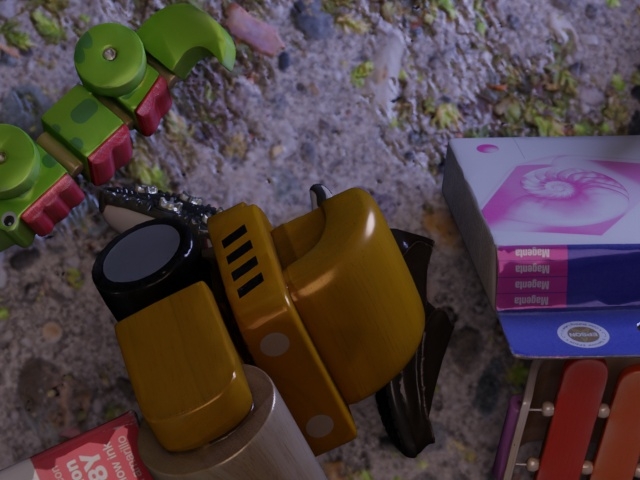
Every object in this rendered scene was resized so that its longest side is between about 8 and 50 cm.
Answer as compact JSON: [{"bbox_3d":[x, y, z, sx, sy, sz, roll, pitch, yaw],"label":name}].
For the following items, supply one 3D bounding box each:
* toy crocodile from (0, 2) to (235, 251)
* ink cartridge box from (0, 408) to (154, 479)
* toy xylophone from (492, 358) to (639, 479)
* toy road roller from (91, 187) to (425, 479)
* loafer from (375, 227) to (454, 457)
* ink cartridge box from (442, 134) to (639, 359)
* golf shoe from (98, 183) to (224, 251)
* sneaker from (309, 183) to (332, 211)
[{"bbox_3d":[-0.220,-0.090,1.771,0.105,0.115,0.340,42,78,14],"label":"toy crocodile"},{"bbox_3d":[-0.302,0.298,1.616,0.384,0.279,0.160,-24,85,-11],"label":"ink cartridge box"},{"bbox_3d":[0.316,0.150,1.765,0.322,0.236,0.081,-2,39,-1],"label":"toy xylophone"},{"bbox_3d":[-0.028,0.094,1.574,0.240,0.329,0.202,-26,125,3],"label":"toy road roller"},{"bbox_3d":[0.088,0.090,1.801,0.078,0.080,0.220,-5,80,-7],"label":"loafer"},{"bbox_3d":[0.296,-0.006,1.735,0.324,0.330,0.071,-1,116,-8],"label":"ink cartridge box"},{"bbox_3d":[-0.092,0.035,1.780,0.272,0.105,0.120,25,101,10],"label":"golf shoe"},{"bbox_3d":[0.000,0.000,1.828,0.043,0.040,0.109,-9,81,-6],"label":"sneaker"}]
